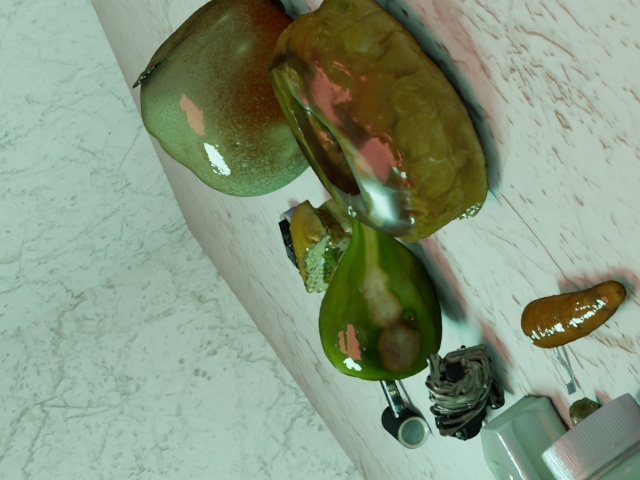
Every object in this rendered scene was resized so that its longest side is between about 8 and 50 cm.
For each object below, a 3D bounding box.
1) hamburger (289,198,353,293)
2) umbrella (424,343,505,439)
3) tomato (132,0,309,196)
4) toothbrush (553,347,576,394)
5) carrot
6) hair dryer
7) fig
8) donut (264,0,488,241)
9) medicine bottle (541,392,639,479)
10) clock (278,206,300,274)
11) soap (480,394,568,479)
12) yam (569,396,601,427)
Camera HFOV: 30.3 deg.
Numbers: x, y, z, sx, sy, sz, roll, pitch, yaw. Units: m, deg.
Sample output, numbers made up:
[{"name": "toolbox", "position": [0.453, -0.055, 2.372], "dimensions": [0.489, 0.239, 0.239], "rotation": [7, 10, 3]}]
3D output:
[{"name": "hamburger", "position": [0.000, 0.000, 2.100], "dimensions": [0.131, 0.124, 0.262], "rotation": [56, 168, 17]}, {"name": "umbrella", "position": [0.227, 0.262, 1.850], "dimensions": [0.358, 0.113, 0.106], "rotation": [70, 180, -66]}, {"name": "tomato", "position": [-0.134, -0.213, 1.751], "dimensions": [0.303, 0.239, 0.303], "rotation": [39, 150, 28]}, {"name": "toothbrush", "position": [0.293, 0.136, 1.454], "dimensions": [0.011, 0.013, 0.131], "rotation": [27, 143, 61]}, {"name": "carrot", "position": [0.278, 0.074, 1.262], "dimensions": [0.061, 0.061, 0.210], "rotation": [58, 165, 5]}, {"name": "hair dryer", "position": [0.143, 0.305, 2.474], "dimensions": [0.255, 0.070, 0.128], "rotation": [69, 168, -10]}, {"name": "fig", "position": [0.088, 0.072, 1.807], "dimensions": [0.206, 0.206, 0.275], "rotation": [-162, 62, -74]}, {"name": "donut", "position": [0.053, -0.142, 1.402], "dimensions": [0.330, 0.160, 0.330], "rotation": [52, 159, 30]}, {"name": "medicine bottle", "position": [0.351, 0.288, 1.259], "dimensions": [0.225, 0.139, 0.139], "rotation": [55, 168, 19]}, {"name": "clock", "position": [-0.041, 0.009, 2.465], "dimensions": [0.172, 0.064, 0.198], "rotation": [52, 166, 30]}, {"name": "soap", "position": [0.331, 0.365, 1.670], "dimensions": [0.289, 0.095, 0.173], "rotation": [59, 168, 0]}, {"name": "yam", "position": [0.334, 0.235, 1.450], "dimensions": [0.043, 0.043, 0.094], "rotation": [45, 161, 52]}]
